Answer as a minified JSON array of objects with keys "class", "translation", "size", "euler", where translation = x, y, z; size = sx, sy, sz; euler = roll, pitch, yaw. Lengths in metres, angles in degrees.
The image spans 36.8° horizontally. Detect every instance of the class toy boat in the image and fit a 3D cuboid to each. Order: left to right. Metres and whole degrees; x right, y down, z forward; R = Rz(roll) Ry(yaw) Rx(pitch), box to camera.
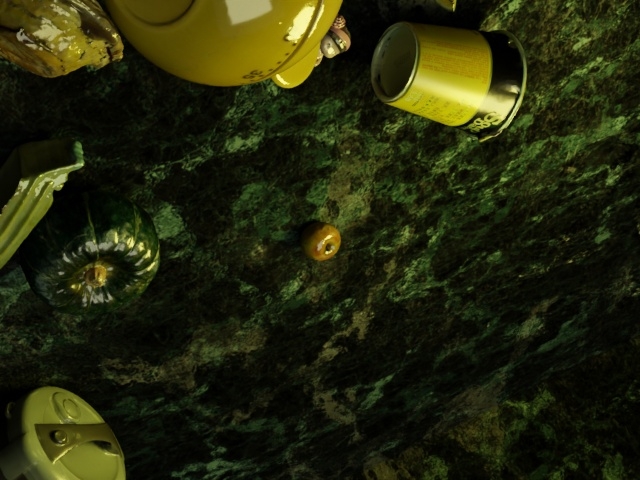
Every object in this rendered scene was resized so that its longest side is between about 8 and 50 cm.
[{"class":"toy boat","translation":[-0.507,-0.071,1.615],"size":[0.084,0.111,0.276],"euler":[23,122,-43]}]

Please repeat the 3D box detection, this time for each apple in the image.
[{"class":"apple","translation":[0.000,0.000,2.107],"size":[0.090,0.074,0.089],"euler":[-20,143,-16]}]

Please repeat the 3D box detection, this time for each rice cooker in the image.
[{"class":"rice cooker","translation":[-0.609,0.510,2.116],"size":[0.325,0.335,0.335],"euler":[-38,145,12]}]

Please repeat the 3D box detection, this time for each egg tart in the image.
[{"class":"egg tart","translation":[-0.389,-0.294,1.317],"size":[0.241,0.241,0.106],"euler":[46,63,-55]}]

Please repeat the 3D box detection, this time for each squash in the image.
[{"class":"squash","translation":[-0.416,0.021,1.750],"size":[0.252,0.165,0.252],"euler":[-19,147,-12]}]

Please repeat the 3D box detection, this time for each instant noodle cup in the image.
[{"class":"instant noodle cup","translation":[0.227,-0.305,1.780],"size":[0.236,0.215,0.215],"euler":[6,133,-29]}]

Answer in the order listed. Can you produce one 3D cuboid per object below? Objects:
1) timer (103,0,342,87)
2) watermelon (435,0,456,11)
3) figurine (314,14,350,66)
[{"class":"timer","translation":[-0.110,-0.385,1.323],"size":[0.387,0.376,0.376],"euler":[-25,156,-54]},{"class":"watermelon","translation":[0.214,-0.487,1.617],"size":[0.075,0.092,0.181],"euler":[-30,132,-26]},{"class":"figurine","translation":[-0.007,-0.342,1.682],"size":[0.129,0.054,0.072],"euler":[-27,132,10]}]
